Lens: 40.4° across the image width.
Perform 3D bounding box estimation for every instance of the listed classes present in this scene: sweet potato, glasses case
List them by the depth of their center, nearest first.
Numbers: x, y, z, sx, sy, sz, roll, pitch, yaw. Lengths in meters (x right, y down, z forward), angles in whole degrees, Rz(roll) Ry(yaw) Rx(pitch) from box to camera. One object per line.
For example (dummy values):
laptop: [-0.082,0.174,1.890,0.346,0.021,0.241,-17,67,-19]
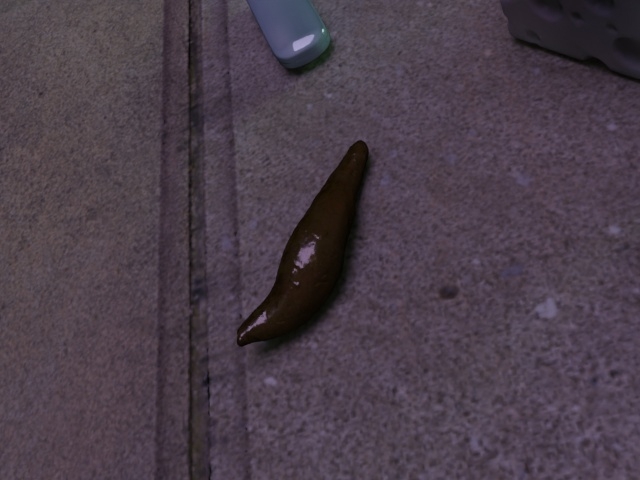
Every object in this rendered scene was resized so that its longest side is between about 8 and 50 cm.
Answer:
sweet potato: [0.002,-0.002,0.811,0.069,0.059,0.249,-27,34,61]
glasses case: [-0.042,-0.268,1.031,0.067,0.045,0.178,-30,50,6]

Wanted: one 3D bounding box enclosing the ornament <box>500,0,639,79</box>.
ornament: [0.304,-0.307,0.753,0.239,0.240,0.240,31,75,37]
